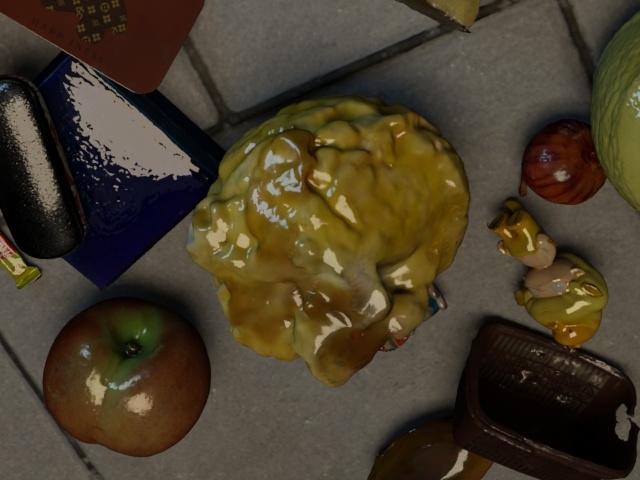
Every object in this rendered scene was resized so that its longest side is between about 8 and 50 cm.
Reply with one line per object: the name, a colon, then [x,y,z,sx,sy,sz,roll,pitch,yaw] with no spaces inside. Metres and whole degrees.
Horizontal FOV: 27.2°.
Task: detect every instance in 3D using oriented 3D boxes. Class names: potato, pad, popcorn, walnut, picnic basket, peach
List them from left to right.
pad: [-0.300,-0.330,1.771,0.267,0.004,0.181,30,82,-16]
peach: [-0.291,0.211,2.013,0.252,0.252,0.252,0,120,1]
popcorn: [0.007,-0.019,1.822,0.344,0.354,0.390,33,74,-14]
potato: [0.099,-0.371,1.734,0.243,0.138,0.098,28,92,-26]
walnut: [0.181,0.365,2.150,0.245,0.137,0.137,-34,114,19]
picnic basket: [0.336,0.267,2.065,0.297,0.222,0.129,22,140,-11]

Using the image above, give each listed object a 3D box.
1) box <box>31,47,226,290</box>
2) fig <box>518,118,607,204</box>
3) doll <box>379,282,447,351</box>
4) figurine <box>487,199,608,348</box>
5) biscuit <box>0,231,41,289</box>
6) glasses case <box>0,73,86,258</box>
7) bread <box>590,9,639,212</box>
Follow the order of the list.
box: [-0.323,-0.111,1.895,0.261,0.116,0.279,-40,110,22]
fig: [0.347,-0.110,1.892,0.128,0.150,0.128,0,92,-4]
doll: [0.118,0.116,2.034,0.152,0.085,0.114,-30,135,5]
figurine: [0.343,0.052,1.972,0.156,0.131,0.246,-7,128,45]
biscuit: [-0.527,-0.041,1.986,0.048,0.026,0.292,-38,114,-1]
glasses case: [-0.398,-0.097,1.802,0.103,0.067,0.266,-10,114,9]
bread: [0.514,-0.163,1.773,0.320,0.237,0.320,-9,130,-12]
